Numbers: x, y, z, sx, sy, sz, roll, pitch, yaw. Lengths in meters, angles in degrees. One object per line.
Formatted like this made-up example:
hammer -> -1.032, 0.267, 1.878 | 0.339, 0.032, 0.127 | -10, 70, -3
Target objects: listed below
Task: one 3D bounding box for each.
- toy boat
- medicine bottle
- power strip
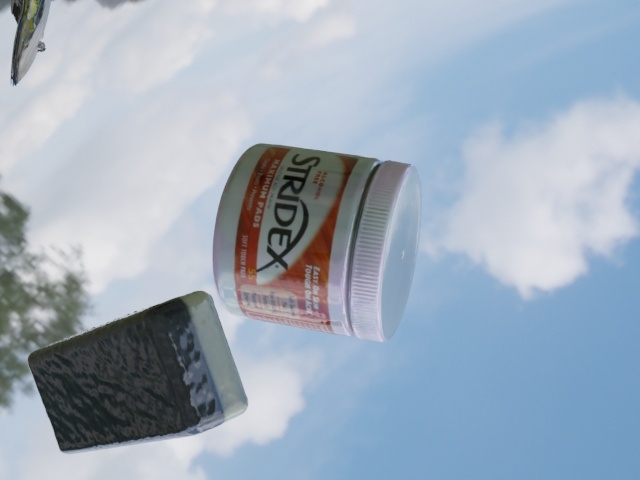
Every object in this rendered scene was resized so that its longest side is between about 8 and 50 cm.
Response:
toy boat -> -0.414, -0.317, 1.537 | 0.084, 0.066, 0.210 | 148, -47, -71
medicine bottle -> 0.000, 0.000, 1.510 | 0.240, 0.252, 0.252 | 9, -138, 14
power strip -> -0.164, 0.118, 0.921 | 0.070, 0.105, 0.256 | -18, 179, -41
